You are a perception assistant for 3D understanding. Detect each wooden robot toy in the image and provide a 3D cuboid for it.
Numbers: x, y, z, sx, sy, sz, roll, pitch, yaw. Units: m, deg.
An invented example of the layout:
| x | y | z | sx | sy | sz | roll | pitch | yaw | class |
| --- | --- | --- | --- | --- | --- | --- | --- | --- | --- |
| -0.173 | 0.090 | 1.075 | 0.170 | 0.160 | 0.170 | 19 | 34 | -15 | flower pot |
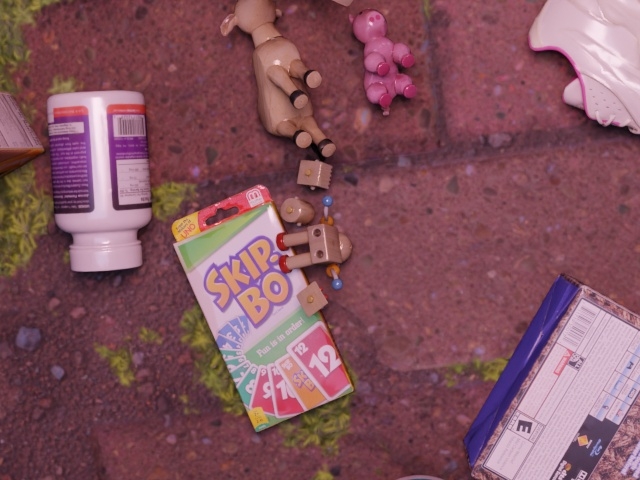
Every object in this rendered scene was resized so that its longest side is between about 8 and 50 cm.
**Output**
| x | y | z | sx | sy | sz | roll | pitch | yaw | class |
| --- | --- | --- | --- | --- | --- | --- | --- | --- | --- |
| 0.000 | 0.000 | 1.248 | 0.076 | 0.079 | 0.173 | -11 | 80 | 28 | wooden robot toy |

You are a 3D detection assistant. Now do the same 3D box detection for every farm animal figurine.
| x | y | z | sx | sy | sz | roll | pitch | yaw | class |
| --- | --- | --- | --- | --- | --- | --- | --- | --- | --- |
| -0.009 | -0.288 | 1.168 | 0.330 | 0.172 | 0.327 | -49 | 131 | 6 | farm animal figurine |

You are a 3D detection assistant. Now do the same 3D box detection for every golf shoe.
| x | y | z | sx | sy | sz | roll | pitch | yaw | class |
| --- | --- | --- | --- | --- | --- | --- | --- | --- | --- |
| 0.349 | -0.156 | 1.201 | 0.140 | 0.115 | 0.306 | -39 | 85 | 16 | golf shoe |

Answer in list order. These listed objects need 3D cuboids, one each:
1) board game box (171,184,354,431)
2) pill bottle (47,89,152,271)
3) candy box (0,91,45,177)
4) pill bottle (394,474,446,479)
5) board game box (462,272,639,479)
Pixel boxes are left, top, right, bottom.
| x | y | z | sx | sy | sz | roll | pitch | yaw | class |
| --- | --- | --- | --- | --- | --- | --- | --- | --- | --- |
| -0.068 | 0.076 | 1.274 | 0.124 | 0.039 | 0.259 | -24 | 90 | 4 | board game box |
| -0.243 | -0.066 | 1.236 | 0.108 | 0.108 | 0.193 | -2 | 94 | 4 | pill bottle |
| -0.424 | -0.080 | 1.141 | 0.183 | 0.316 | 0.087 | -29 | 93 | 5 | candy box |
| 0.106 | 0.334 | 1.165 | 0.146 | 0.264 | 0.146 | 0 | 94 | 4 | pill bottle |
| 0.338 | 0.208 | 1.202 | 0.291 | 0.141 | 0.232 | 30 | 96 | 1 | board game box |
